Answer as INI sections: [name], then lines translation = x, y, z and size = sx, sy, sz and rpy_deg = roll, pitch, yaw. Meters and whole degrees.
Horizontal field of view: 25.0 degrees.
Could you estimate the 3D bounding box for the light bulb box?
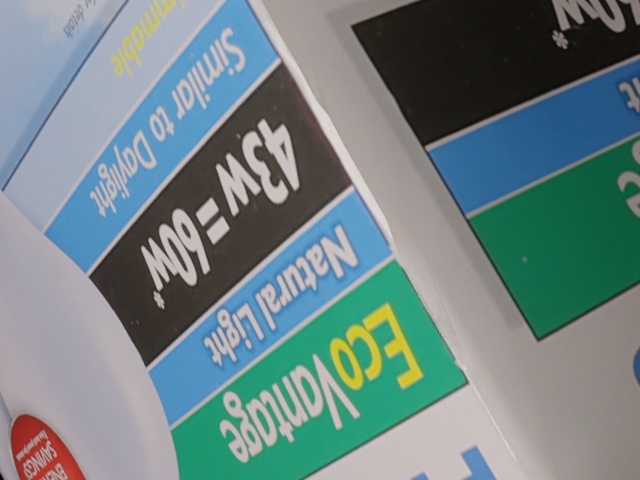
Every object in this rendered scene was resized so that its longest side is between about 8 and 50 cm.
[light bulb box]
translation = -0.016, -0.035, 0.598
size = 0.361, 0.225, 0.358
rpy_deg = 59, 145, 9
